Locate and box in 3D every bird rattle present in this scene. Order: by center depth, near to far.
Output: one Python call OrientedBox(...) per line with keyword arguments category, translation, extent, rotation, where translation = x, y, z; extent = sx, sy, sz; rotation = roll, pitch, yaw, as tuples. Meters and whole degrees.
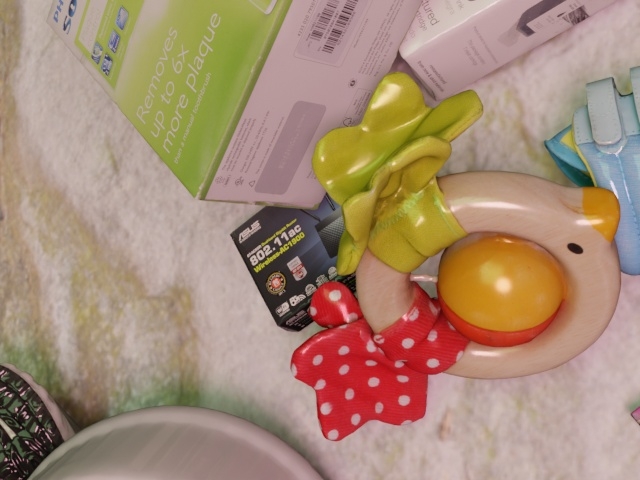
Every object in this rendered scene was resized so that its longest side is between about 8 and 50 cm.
OrientedBox(category="bird rattle", translation=(0.081, 0.035, 0.577), extent=(0.207, 0.143, 0.253), rotation=(5, 124, 9))

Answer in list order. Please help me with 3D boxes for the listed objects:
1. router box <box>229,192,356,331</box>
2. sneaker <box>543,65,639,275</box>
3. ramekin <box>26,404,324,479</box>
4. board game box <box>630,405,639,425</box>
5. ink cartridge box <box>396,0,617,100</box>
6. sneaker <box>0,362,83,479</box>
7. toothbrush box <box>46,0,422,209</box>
OrientedBox(category="router box", translation=(0.000, 0.000, 0.715), extent=(0.122, 0.038, 0.092), rotation=(-37, 64, 14))
OrientedBox(category="sneaker", translation=(0.254, -0.116, 0.572), extent=(0.208, 0.127, 0.319), rotation=(6, 80, 26))
OrientedBox(category="ramekin", translation=(-0.111, 0.258, 0.597), extent=(0.277, 0.135, 0.277), rotation=(0, 91, 7))
OrientedBox(category="board game box", translation=(0.260, 0.117, 0.570), extent=(0.090, 0.020, 0.090), rotation=(-42, 63, 10))
OrientedBox(category="ink cartridge box", translation=(0.140, -0.231, 0.674), extent=(0.218, 0.092, 0.159), rotation=(-28, 67, 16))
OrientedBox(category="sneaker", translation=(-0.195, 0.214, 0.735), extent=(0.100, 0.108, 0.271), rotation=(-36, 79, -6))
OrientedBox(category="toothbrush box", translation=(-0.077, -0.187, 0.697), extent=(0.283, 0.122, 0.206), rotation=(48, 121, 38))
